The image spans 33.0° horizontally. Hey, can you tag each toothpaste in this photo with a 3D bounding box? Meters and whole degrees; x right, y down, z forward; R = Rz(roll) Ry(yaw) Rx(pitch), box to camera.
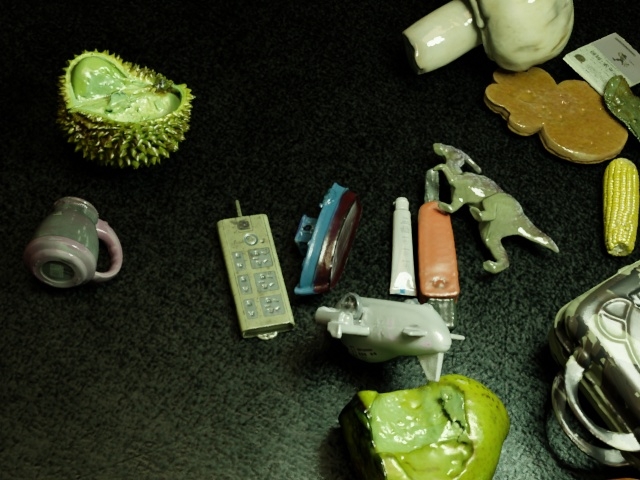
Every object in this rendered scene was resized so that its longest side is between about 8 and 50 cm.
[{"bbox_3d":[0.145,0.011,1.909,0.048,0.031,0.190,6,62,-9],"label":"toothpaste"}]

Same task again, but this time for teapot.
[{"bbox_3d":[-0.402,-0.001,1.779,0.148,0.116,0.146,6,48,-1],"label":"teapot"}]

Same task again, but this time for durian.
[{"bbox_3d":[-0.339,-0.220,1.882,0.237,0.176,0.200,14,68,6],"label":"durian"}]

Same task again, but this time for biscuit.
[{"bbox_3d":[0.458,-0.246,2.104,0.289,0.044,0.202,19,55,3],"label":"biscuit"}]

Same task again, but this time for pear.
[{"bbox_3d":[0.181,0.330,1.647,0.256,0.164,0.238,-9,59,-16],"label":"pear"}]

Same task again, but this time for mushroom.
[{"bbox_3d":[0.311,-0.448,2.086,0.336,0.314,0.314,-26,65,2],"label":"mushroom"}]

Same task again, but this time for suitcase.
[{"bbox_3d":[0.534,0.223,1.753,0.339,0.194,0.351,-28,66,-16],"label":"suitcase"}]

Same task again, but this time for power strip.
[{"bbox_3d":[-0.116,0.044,1.841,0.092,0.034,0.267,-8,61,-13],"label":"power strip"}]

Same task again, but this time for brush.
[{"bbox_3d":[0.205,0.015,1.906,0.070,0.051,0.323,1,62,0],"label":"brush"}]

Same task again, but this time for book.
[{"bbox_3d":[0.588,-0.355,2.187,0.182,0.014,0.127,-26,66,-36],"label":"book"}]

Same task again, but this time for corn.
[{"bbox_3d":[0.555,-0.064,1.997,0.068,0.067,0.206,12,59,-2],"label":"corn"}]

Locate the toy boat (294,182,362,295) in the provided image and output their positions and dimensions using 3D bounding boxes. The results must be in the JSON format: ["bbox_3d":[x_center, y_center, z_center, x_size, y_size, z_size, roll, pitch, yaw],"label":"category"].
[{"bbox_3d":[0.000,0.000,1.855,0.097,0.100,0.223,5,56,23],"label":"toy boat"}]

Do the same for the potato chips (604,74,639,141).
[{"bbox_3d":[0.636,-0.235,2.115,0.142,0.026,0.209,-20,77,-41],"label":"potato chips"}]

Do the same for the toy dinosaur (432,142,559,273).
[{"bbox_3d":[0.293,-0.066,1.934,0.162,0.077,0.294,-26,77,-46],"label":"toy dinosaur"}]

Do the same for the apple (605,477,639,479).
[{"bbox_3d":[0.439,0.442,1.613,0.195,0.173,0.160,-32,71,-29],"label":"apple"}]

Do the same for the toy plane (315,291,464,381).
[{"bbox_3d":[0.111,0.145,1.725,0.252,0.252,0.118,10,90,-3],"label":"toy plane"}]
